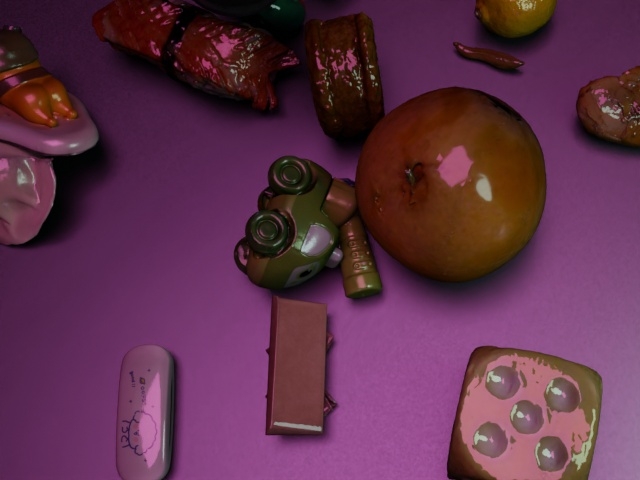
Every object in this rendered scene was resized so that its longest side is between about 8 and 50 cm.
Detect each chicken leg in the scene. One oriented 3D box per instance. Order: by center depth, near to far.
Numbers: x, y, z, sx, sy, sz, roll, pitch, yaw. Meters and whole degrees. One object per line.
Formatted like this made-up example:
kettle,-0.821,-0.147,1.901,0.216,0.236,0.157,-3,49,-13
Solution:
chicken leg,0.466,-0.176,1.352,0.207,0.085,0.101,22,65,7

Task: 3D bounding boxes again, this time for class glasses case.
glasses case,-0.027,0.179,1.326,0.102,0.070,0.194,8,68,-17
glasses case,-0.246,0.244,1.340,0.076,0.049,0.197,-3,71,8

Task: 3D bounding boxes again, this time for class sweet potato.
sweet potato,0.255,-0.280,1.448,0.115,0.026,0.026,18,75,20

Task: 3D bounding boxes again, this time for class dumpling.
dumpling,-0.501,-0.079,1.468,0.215,0.126,0.167,10,97,-1

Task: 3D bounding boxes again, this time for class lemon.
lemon,0.291,-0.359,1.424,0.133,0.109,0.109,-25,69,-9

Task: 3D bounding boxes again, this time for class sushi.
sushi,-0.197,-0.304,1.480,0.332,0.130,0.124,26,96,21

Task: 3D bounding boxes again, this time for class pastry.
pastry,0.036,-0.240,1.385,0.103,0.189,0.189,-9,70,5

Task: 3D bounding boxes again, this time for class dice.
dice,0.255,0.235,1.196,0.169,0.166,0.169,11,73,14

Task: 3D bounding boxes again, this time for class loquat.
loquat,0.176,-0.074,1.287,0.263,0.263,0.263,-3,71,9

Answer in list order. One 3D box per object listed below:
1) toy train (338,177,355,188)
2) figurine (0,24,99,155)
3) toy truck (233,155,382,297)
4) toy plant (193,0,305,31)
toy train,0.017,-0.084,1.426,0.083,0.017,0.017,0,64,9
figurine,-0.439,-0.241,1.453,0.250,0.141,0.166,26,38,26
toy truck,-0.011,-0.018,1.350,0.210,0.148,0.187,7,68,-10
toy plant,-0.119,-0.414,1.385,0.279,0.400,0.185,28,93,-15
